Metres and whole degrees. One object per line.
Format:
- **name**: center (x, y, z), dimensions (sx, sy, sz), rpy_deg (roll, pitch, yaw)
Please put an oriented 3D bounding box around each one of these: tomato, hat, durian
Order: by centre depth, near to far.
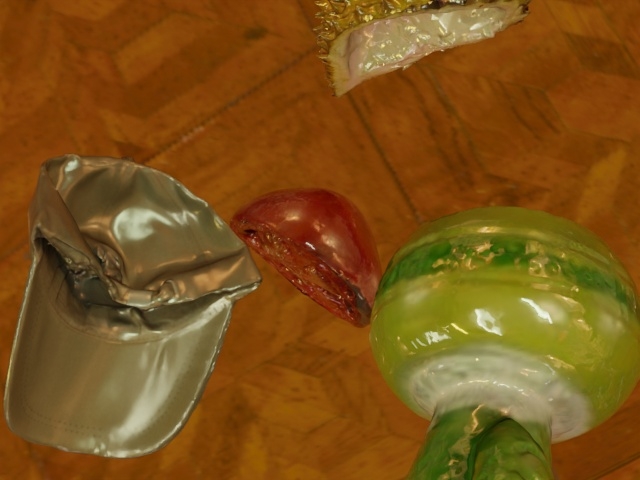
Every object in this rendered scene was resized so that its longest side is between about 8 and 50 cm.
- **hat**: center (-0.153, 0.046, 0.964), dimensions (0.173, 0.166, 0.144), rpy_deg (-55, 32, 27)
- **tomato**: center (0.007, 0.004, 1.274), dimensions (0.166, 0.174, 0.082), rpy_deg (40, 77, -11)
- **durian**: center (0.092, -0.243, 1.370), dimensions (0.250, 0.183, 0.138), rpy_deg (-10, 68, 35)

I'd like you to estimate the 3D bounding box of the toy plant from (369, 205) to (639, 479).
- **toy plant**: center (0.107, 0.147, 0.878), dimensions (0.184, 0.224, 0.316), rpy_deg (13, 59, -2)
